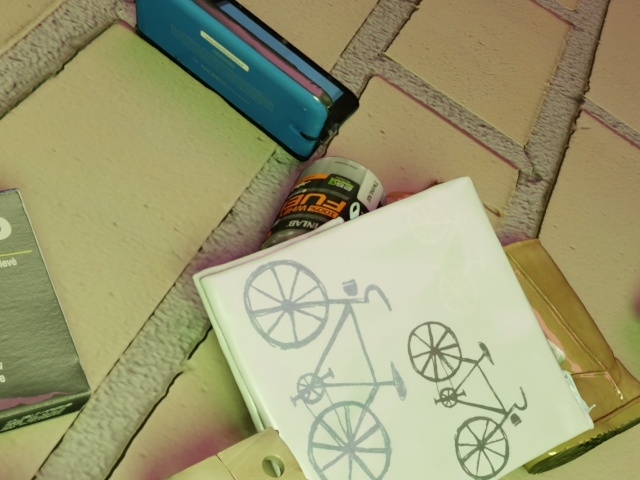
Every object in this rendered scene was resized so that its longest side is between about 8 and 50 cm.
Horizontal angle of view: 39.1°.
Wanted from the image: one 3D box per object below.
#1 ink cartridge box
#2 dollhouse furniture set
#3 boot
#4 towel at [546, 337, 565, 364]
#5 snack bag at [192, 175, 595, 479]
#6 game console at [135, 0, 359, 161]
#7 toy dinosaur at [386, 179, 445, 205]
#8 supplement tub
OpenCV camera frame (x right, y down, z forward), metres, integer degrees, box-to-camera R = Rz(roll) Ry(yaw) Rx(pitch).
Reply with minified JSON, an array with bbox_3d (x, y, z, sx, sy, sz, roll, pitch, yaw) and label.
[{"bbox_3d":[-0.393,0.045,0.787,0.303,0.072,0.307,-13,69,-36],"label":"ink cartridge box"},{"bbox_3d":[-0.061,0.283,0.761,0.129,0.129,0.184,-19,65,-40],"label":"dollhouse furniture set"},{"bbox_3d":[0.265,0.136,1.118,0.236,0.089,0.269,-11,58,-39],"label":"boot"},{"bbox_3d":[0.192,0.144,1.041,0.152,0.023,0.113,-35,53,-20],"label":"towel"},{"bbox_3d":[0.083,0.116,0.928,0.342,0.037,0.323,-23,84,-21],"label":"snack bag"},{"bbox_3d":[-0.079,-0.262,1.176,0.293,0.250,0.173,38,71,2],"label":"game console"},{"bbox_3d":[0.102,-0.045,1.189,0.211,0.064,0.112,-1,37,-43],"label":"toy dinosaur"},{"bbox_3d":[0.000,0.000,1.038,0.117,0.117,0.190,30,44,-6],"label":"supplement tub"}]
